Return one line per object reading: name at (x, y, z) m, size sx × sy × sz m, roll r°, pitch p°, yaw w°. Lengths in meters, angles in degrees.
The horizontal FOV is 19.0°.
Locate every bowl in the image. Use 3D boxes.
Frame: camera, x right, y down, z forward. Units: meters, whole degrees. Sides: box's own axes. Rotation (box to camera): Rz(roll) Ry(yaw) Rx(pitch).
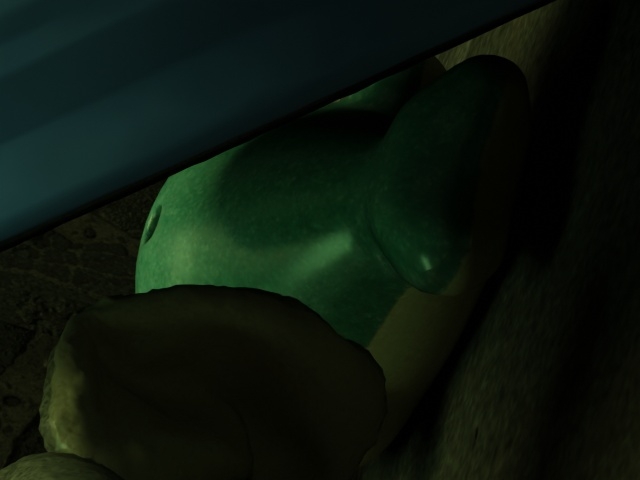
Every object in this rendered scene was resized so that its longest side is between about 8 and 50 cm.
bowl at (-0.042, -0.071, 0.678) m, size 0.391 × 0.391 × 0.077 m, roll -174°, pitch 60°, yaw -81°

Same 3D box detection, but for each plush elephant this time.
plush elephant at (-0.075, 0.158, 0.588) m, size 0.330 × 0.255 × 0.272 m, roll 48°, pitch 122°, yaw 30°

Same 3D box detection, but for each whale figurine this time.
whale figurine at (0.000, 0.000, 0.855) m, size 0.272 × 0.141 × 0.216 m, roll 136°, pitch 152°, yaw -67°
